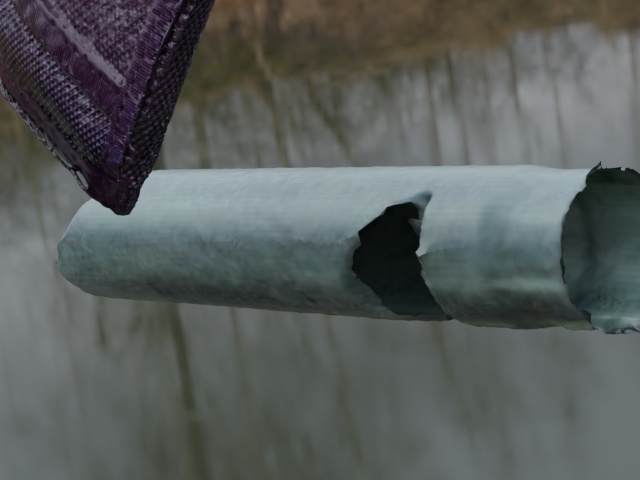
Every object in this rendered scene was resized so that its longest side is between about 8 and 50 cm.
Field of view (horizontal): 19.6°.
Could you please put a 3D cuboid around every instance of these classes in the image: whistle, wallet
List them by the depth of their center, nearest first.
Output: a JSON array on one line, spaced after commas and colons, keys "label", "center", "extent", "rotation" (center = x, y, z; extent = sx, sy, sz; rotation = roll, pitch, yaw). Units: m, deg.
[{"label": "wallet", "center": [-0.062, -0.104, 0.562], "extent": [0.030, 0.166, 0.111], "rotation": [-2, 38, -36]}, {"label": "whistle", "center": [0.000, 0.000, 0.736], "extent": [0.062, 0.062, 0.312], "rotation": [-20, 14, -39]}]
